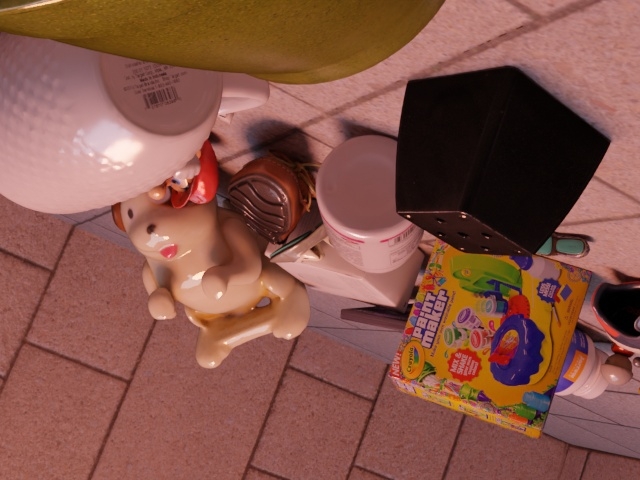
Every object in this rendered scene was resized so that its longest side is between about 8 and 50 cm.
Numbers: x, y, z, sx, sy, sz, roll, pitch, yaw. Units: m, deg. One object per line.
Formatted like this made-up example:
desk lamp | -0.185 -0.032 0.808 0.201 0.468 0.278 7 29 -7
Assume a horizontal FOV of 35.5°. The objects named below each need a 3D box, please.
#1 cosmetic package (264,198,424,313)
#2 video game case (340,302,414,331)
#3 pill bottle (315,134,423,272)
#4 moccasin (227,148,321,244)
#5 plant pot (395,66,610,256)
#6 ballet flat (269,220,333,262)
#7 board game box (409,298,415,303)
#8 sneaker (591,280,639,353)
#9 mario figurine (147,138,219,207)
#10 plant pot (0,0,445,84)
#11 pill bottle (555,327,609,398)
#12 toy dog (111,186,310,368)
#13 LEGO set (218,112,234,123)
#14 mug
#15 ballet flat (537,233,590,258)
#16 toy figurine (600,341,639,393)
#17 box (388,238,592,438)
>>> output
cosmetic package | 0.053 0.028 1.974 0.225 0.138 0.224 15 167 30
video game case | 0.206 0.157 2.063 0.274 0.026 0.196 -2 -174 -43
pill bottle | 0.083 -0.044 1.558 0.160 0.160 0.283 19 167 10
moccasin | -0.066 -0.085 1.731 0.139 0.147 0.380 34 174 10
plant pot | 0.198 -0.080 1.194 0.187 0.167 0.188 28 165 -32
ballet flat | 0.000 0.000 1.836 0.068 0.213 0.072 55 -160 0
board game box | 0.379 0.210 2.387 0.390 0.050 0.390 29 164 -22
sneaker | 0.584 0.133 1.568 0.350 0.131 0.148 4 155 45
mario figurine | -0.318 -0.152 1.725 0.321 0.170 0.198 35 -162 -24
plant pot | -0.060 -0.250 0.577 0.367 0.366 0.353 16 179 23
pill bottle | 0.488 0.241 2.138 0.272 0.152 0.152 26 167 -20
toy dog | -0.229 0.001 2.024 0.285 0.395 0.408 -15 138 28
LEGO set | -0.251 -0.216 1.551 0.227 0.087 0.093 21 168 -6
mug | -0.244 -0.191 1.324 0.374 0.276 0.328 -7 179 -37
ballet flat | 0.377 0.008 1.589 0.114 0.041 0.041 11 164 42
toy figurine | 0.648 0.233 1.840 0.213 0.148 0.209 7 162 47
box | 0.306 0.169 1.802 0.279 0.289 0.177 17 167 15
